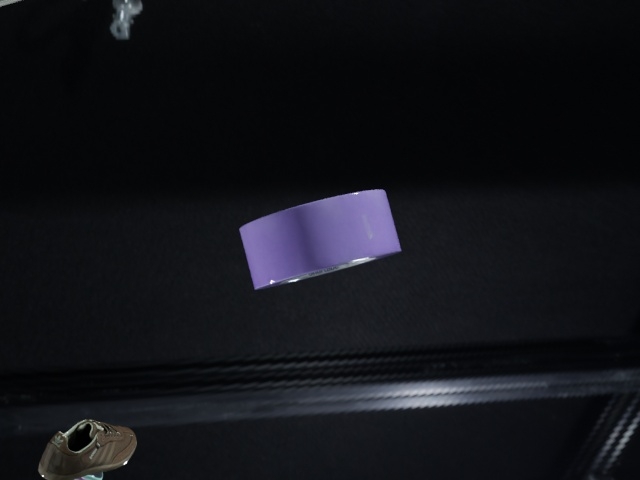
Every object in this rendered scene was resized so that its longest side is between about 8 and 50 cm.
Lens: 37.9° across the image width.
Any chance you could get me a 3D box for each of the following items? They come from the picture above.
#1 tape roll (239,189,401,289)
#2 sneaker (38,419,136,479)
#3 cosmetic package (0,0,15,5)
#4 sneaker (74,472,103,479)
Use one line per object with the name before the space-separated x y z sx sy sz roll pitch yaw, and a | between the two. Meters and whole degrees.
tape roll | 0.000 0.000 1.155 0.189 0.189 0.080 -14 -93 -6
sneaker | -0.324 0.293 1.354 0.066 0.188 0.071 28 -74 20
cosmetic package | -0.278 -0.299 0.884 0.296 0.153 0.129 -15 -72 0
sneaker | -0.409 0.379 1.510 0.098 0.038 0.069 37 -68 -7
